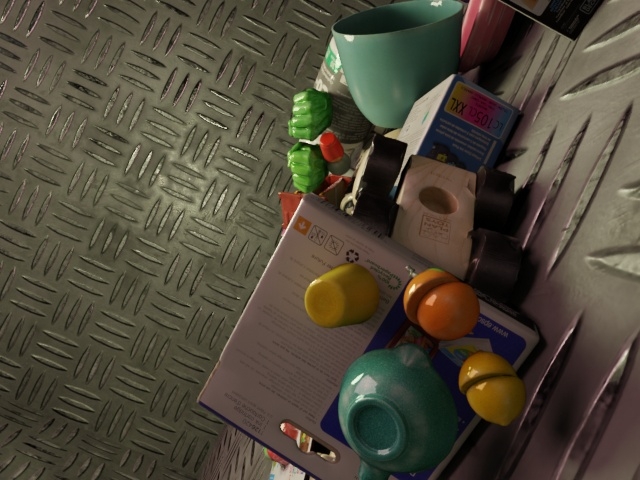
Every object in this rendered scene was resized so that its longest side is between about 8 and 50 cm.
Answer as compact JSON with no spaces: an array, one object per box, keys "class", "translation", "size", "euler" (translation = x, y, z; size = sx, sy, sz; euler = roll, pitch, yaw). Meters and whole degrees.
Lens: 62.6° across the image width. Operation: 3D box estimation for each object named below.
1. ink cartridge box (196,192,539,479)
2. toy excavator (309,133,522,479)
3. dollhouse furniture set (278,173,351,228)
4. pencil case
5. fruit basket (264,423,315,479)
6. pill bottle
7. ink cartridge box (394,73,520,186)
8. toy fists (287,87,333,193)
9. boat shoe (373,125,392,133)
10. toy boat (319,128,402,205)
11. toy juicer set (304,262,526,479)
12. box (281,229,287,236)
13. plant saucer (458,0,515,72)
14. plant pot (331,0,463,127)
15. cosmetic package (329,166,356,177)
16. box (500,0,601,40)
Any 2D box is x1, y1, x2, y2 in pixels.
[{"class":"ink cartridge box","translation":[0.043,0.149,0.645],"size":[0.307,0.304,0.072],"euler":[-61,-7,19]},{"class":"toy excavator","translation":[0.109,0.134,0.808],"size":[0.445,0.223,0.432],"euler":[103,-175,-45]},{"class":"dollhouse furniture set","translation":[0.000,0.000,1.612],"size":[0.201,0.152,0.373],"euler":[-41,-48,-55]},{"class":"pencil case","translation":[0.182,-0.206,1.559],"size":[0.183,0.160,0.410],"euler":[-46,18,48]},{"class":"fruit basket","translation":[-0.064,0.396,1.201],"size":[0.327,0.166,0.352],"euler":[129,163,-63]},{"class":"pill bottle","translation":[0.070,-0.399,1.538],"size":[0.204,0.204,0.361],"euler":[-71,5,-47]},{"class":"ink cartridge box","translation":[0.195,-0.092,1.046],"size":[0.395,0.151,0.270],"euler":[-63,6,2]},{"class":"toy fists","translation":[-0.031,-0.267,1.422],"size":[0.142,0.096,0.279],"euler":[-55,-28,-62]},{"class":"boat shoe","translation":[0.278,-0.407,1.514],"size":[0.340,0.158,0.127],"euler":[-63,0,-30]},{"class":"toy boat","translation":[0.142,-0.184,1.344],"size":[0.267,0.318,0.148],"euler":[-58,-28,-15]},{"class":"toy juicer set","translation":[0.107,0.178,0.535],"size":[0.089,0.209,0.328],"euler":[-9,-90,-59]},{"class":"box","translation":[0.005,-0.022,1.828],"size":[0.117,0.243,0.213],"euler":[-17,37,33]},{"class":"plant saucer","translation":[0.403,-0.558,1.237],"size":[0.332,0.084,0.332],"euler":[16,-90,-86]},{"class":"plant pot","translation":[0.188,-0.406,1.238],"size":[0.293,0.293,0.235],"euler":[-73,-24,-53]},{"class":"cosmetic package","translation":[0.085,-0.218,1.848],"size":[0.097,0.285,0.377],"euler":[-63,6,9]},{"class":"box","translation":[0.315,-0.461,0.891],"size":[0.087,0.290,0.169],"euler":[-60,8,33]}]
